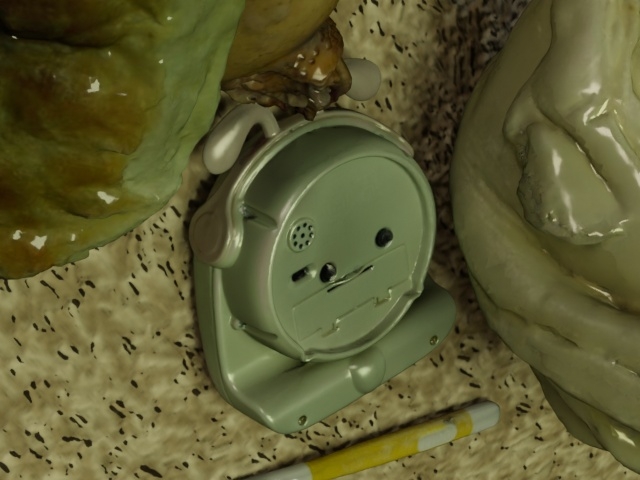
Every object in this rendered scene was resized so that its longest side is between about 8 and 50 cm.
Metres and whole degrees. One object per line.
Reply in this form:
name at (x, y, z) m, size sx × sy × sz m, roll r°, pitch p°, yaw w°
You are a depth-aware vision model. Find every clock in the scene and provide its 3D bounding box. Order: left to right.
clock at (0.000, 0.000, 0.949) m, size 0.151 × 0.062 × 0.191 m, roll -29°, pitch 125°, yaw -29°

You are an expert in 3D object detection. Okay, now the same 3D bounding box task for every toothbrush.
toothbrush at (0.009, 0.138, 1.047) m, size 0.288 × 0.024 × 0.021 m, roll -12°, pitch 115°, yaw -38°

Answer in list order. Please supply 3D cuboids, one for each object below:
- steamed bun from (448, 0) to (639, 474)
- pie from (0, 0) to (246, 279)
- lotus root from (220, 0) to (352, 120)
steamed bun at (0.220, 0.015, 1.034) m, size 0.394 × 0.237 × 0.346 m, roll 44°, pitch 52°, yaw -14°
pie at (-0.163, -0.093, 0.642) m, size 0.306 × 0.071 × 0.306 m, roll -4°, pitch 135°, yaw -4°
lotus root at (-0.075, -0.170, 0.726) m, size 0.342 × 0.169 × 0.151 m, roll 63°, pitch 36°, yaw -38°
